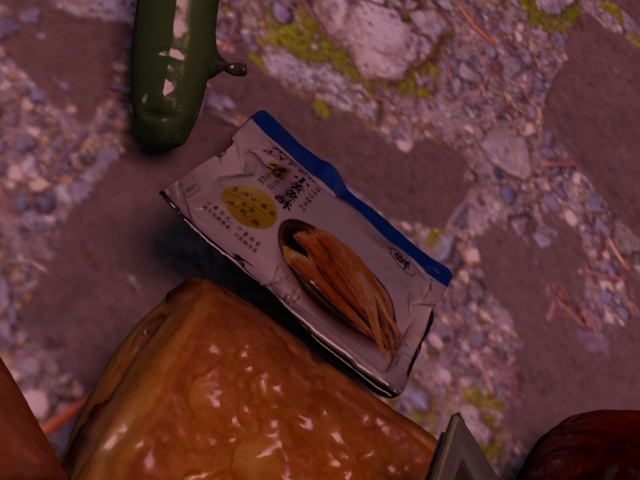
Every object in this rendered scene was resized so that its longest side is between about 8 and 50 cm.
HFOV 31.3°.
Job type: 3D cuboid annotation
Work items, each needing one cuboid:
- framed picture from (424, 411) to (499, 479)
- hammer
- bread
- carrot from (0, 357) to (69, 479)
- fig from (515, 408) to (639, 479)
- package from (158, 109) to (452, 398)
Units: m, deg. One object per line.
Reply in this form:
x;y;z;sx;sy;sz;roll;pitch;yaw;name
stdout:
0.084;0.250;0.538;0.273;0.016;0.216;59;40;-31;framed picture
-0.075;-0.215;0.718;0.119;0.206;0.335;0;73;10;hammer
-0.038;0.156;0.548;0.210;0.099;0.235;36;44;-14;bread
-0.194;0.120;0.337;0.100;0.307;0.258;43;83;10;carrot
0.178;0.162;0.665;0.128;0.150;0.128;0;91;-5;fig
0.000;0.000;0.684;0.171;0.027;0.173;39;30;-2;package
